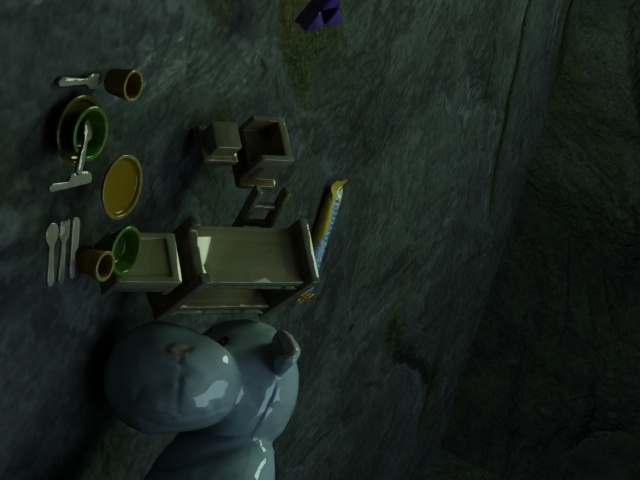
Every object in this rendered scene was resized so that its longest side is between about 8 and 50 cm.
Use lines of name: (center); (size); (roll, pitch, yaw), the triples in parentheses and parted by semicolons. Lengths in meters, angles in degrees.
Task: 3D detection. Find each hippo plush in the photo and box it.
hippo plush: (-0.077, 0.187, 0.981); (0.294, 0.234, 0.236); (9, 92, -31)

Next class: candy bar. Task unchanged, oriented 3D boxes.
candy bar: (0.000, 0.000, 1.408); (0.040, 0.018, 0.161); (-25, 135, -67)

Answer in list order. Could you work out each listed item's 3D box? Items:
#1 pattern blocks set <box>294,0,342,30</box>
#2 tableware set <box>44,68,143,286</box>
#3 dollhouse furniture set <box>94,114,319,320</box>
pattern blocks set: (0.026, -0.291, 0.887); (0.285, 0.026, 0.324); (-31, 154, -20)
tableware set: (-0.147, -0.043, 0.807); (0.104, 0.024, 0.154); (-22, 122, -61)
dollhouse furniture set: (-0.117, -0.022, 0.967); (0.182, 0.160, 0.101); (2, 157, -34)
